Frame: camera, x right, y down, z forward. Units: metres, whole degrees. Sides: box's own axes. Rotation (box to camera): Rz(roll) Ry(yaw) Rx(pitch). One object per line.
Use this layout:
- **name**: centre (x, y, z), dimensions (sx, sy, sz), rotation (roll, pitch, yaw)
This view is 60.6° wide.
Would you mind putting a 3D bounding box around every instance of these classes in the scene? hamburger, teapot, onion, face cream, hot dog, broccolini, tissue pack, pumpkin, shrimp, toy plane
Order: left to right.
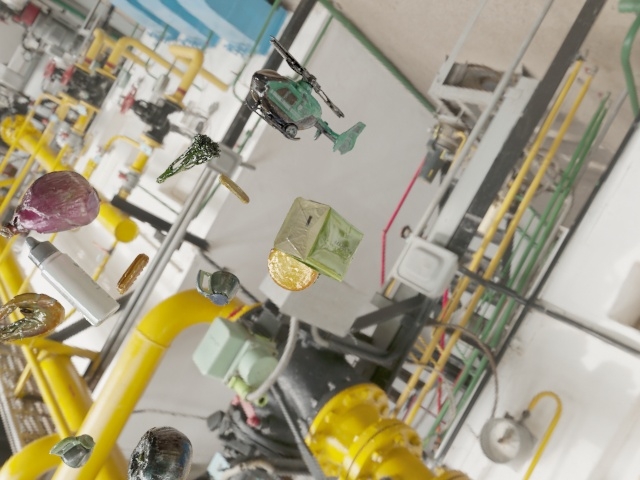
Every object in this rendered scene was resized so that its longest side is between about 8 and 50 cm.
- **shrimp**: centre (-0.840, 0.227, 1.532), dimensions (0.150, 0.249, 0.068), rotation (58, -179, -35)
- **onion**: centre (-0.952, -0.136, 1.897), dimensions (0.267, 0.349, 0.159), rotation (33, 140, 42)
- **face cream**: centre (-0.704, 0.105, 1.526), dimensions (0.311, 0.092, 0.092), rotation (45, 179, -5)
- **teapot**: centre (-0.772, 0.663, 1.735), dimensions (0.092, 0.091, 0.124), rotation (45, -173, 13)
- **hot dog**: centre (-0.665, 0.117, 1.934), dimensions (0.045, 0.165, 0.071), rotation (38, 168, -26)
- **pumpkin**: centre (-0.517, 0.715, 1.765), dimensions (0.163, 0.233, 0.233), rotation (30, 180, -29)
- **broccolini**: centre (-0.345, -0.205, 1.413), dimensions (0.058, 0.201, 0.073), rotation (-13, -102, -63)
- **teapot**: centre (-0.359, 0.166, 1.939), dimensions (0.111, 0.108, 0.149), rotation (-17, 131, 23)
- **hot dog**: centre (-0.281, -0.168, 1.780), dimensions (0.137, 0.028, 0.044), rotation (41, -143, -36)
- **hamburger**: centre (-0.099, 0.090, 2.338), dimensions (0.246, 0.246, 0.170), rotation (29, -160, 2)
- **toy plane**: centre (-0.038, -0.303, 1.273), dimensions (0.382, 0.155, 0.106), rotation (34, -173, -43)
- **tissue pack**: centre (0.000, 0.000, 1.901), dimensions (0.167, 0.200, 0.275), rotation (21, 172, 32)
